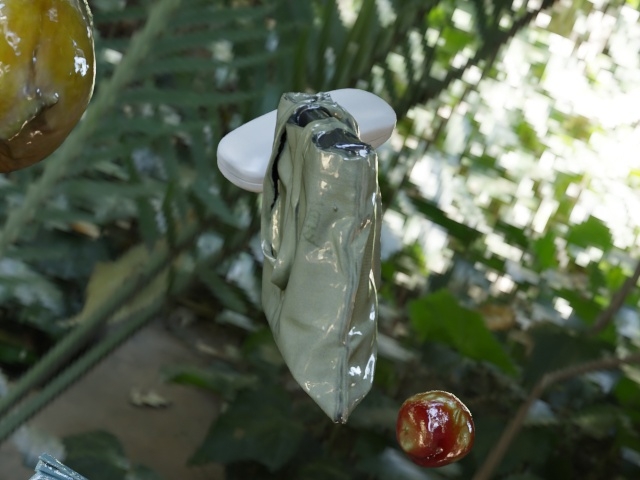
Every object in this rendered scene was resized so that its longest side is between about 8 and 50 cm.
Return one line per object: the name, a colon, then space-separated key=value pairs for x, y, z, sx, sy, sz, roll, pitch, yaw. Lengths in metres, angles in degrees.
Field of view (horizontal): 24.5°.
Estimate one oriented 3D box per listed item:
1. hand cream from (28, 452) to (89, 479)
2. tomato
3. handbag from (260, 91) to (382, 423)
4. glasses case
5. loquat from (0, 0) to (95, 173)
hand cream: x=-0.174 y=0.220 z=0.781 sx=0.075 sy=0.052 sz=0.248 roll=47 pitch=46 yaw=-16
tomato: x=0.120 y=0.204 z=1.585 sx=0.087 sy=0.087 sz=0.075 roll=31 pitch=26 yaw=34
handbag: x=0.001 y=-0.003 z=1.410 sx=0.109 sy=0.253 sz=0.316 roll=1 pitch=17 yaw=-9
glasses case: x=-0.013 y=-0.115 z=1.669 sx=0.233 sy=0.059 sz=0.092 roll=-23 pitch=47 yaw=-35
loquat: x=-0.305 y=-0.178 z=1.437 sx=0.179 sy=0.227 sz=0.179 roll=6 pitch=-27 yaw=3
